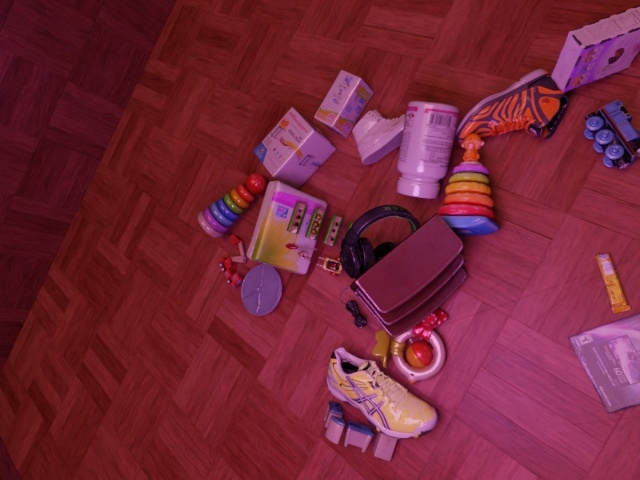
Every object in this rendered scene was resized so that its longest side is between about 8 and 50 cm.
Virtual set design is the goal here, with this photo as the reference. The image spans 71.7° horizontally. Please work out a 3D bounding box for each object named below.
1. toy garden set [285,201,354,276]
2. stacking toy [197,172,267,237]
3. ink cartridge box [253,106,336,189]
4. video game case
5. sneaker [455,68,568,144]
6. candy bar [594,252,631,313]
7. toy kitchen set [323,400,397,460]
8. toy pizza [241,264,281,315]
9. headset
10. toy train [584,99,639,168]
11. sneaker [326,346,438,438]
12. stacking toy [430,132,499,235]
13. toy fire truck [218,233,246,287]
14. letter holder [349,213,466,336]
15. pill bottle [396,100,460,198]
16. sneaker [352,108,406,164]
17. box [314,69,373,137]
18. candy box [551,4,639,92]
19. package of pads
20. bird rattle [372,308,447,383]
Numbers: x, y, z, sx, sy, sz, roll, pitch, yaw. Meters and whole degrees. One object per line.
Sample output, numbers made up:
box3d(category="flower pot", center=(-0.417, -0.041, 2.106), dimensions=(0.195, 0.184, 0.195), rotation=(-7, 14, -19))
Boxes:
box3d(category="toy garden set", center=(0.000, 0.000, 1.544), dimensions=(0.244, 0.049, 0.203), rotation=(19, 88, -8))
box3d(category="stacking toy", center=(-0.355, -0.158, 1.864), dimensions=(0.330, 0.141, 0.141), rotation=(-38, 61, 12))
box3d(category="ink cartridge box", center=(-0.098, -0.352, 1.710), dimensions=(0.232, 0.168, 0.171), rotation=(-46, 58, 14))
box3d(category="video game case", center=(0.794, 0.282, 1.080), dimensions=(0.274, 0.026, 0.196), rotation=(-29, 64, 24))
box3d(category="sneaker", center=(0.572, -0.353, 1.314), dimensions=(0.321, 0.124, 0.180), rotation=(-35, 61, 21))
box3d(category="candy bar", center=(0.756, 0.106, 1.150), dimensions=(0.040, 0.018, 0.161), rotation=(-17, 69, 24))
box3d(category="toy kitchen set", center=(0.128, 0.574, 1.408), dimensions=(0.207, 0.166, 0.122), rotation=(19, 90, -2))
box3d(category="toy pizza", center=(-0.229, 0.195, 1.743), dimensions=(0.201, 0.032, 0.201), rotation=(-7, 75, 30))
box3d(category="headset", center=(0.176, 0.081, 1.395), dimensions=(0.394, 0.243, 0.185), rotation=(-65, 30, 26))
box3d(category="toy train", center=(0.792, -0.281, 1.188), dimensions=(0.105, 0.080, 0.184), rotation=(-27, 65, 18))
box3d(category="sneaker", center=(0.165, 0.452, 1.325), dimensions=(0.385, 0.145, 0.147), rotation=(16, 126, 36))
box3d(category="stacking toy", center=(0.442, -0.173, 1.321), dimensions=(0.175, 0.166, 0.301), rotation=(2, 82, 37))
box3d(category="toy fire truck", center=(-0.353, 0.085, 1.838), dimensions=(0.135, 0.047, 0.192), rotation=(-40, 61, 17))
box3d(category="letter holder", center=(0.269, 0.110, 1.250), dimensions=(0.302, 0.152, 0.214), rotation=(-38, 81, -9))
box3d(category="pill bottle", center=(0.330, -0.283, 1.393), dimensions=(0.160, 0.160, 0.283), rotation=(19, 108, 34))
box3d(category="sneaker", center=(0.241, -0.412, 1.549), dimensions=(0.292, 0.108, 0.169), rotation=(-29, 68, 25))
box3d(category="box", center=(0.087, -0.510, 1.664), dimensions=(0.103, 0.114, 0.203), rotation=(37, 99, 32))
box3d(category="candy box", center=(0.748, -0.507, 1.182), dimensions=(0.196, 0.165, 0.070), rotation=(-20, 65, 3))
box3d(category="package of pads", center=(-0.116, -0.040, 1.613), dimensions=(0.101, 0.229, 0.296), rotation=(11, 82, 56))
box3d(category="bird rattle", center=(0.294, 0.317, 1.357), dimensions=(0.253, 0.143, 0.207), rotation=(-35, 73, 6))
